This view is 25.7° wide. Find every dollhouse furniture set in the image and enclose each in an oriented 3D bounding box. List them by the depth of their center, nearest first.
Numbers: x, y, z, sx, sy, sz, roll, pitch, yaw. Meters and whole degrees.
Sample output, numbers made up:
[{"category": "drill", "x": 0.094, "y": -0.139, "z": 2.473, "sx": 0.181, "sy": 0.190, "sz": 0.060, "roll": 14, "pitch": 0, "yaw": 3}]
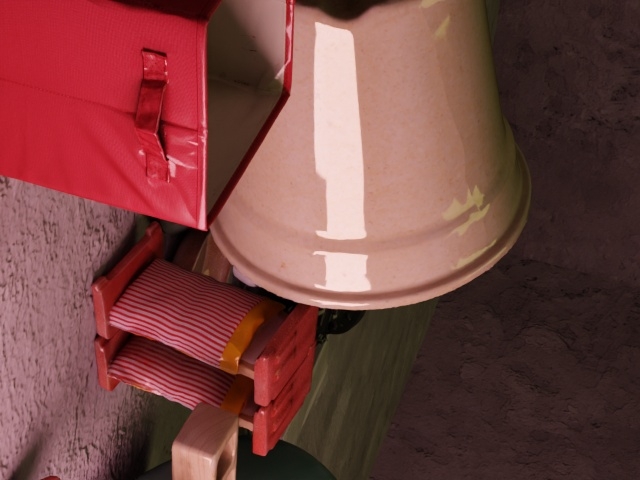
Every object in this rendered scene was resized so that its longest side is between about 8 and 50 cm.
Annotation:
[{"category": "dollhouse furniture set", "x": -0.165, "y": 0.172, "z": 1.311, "sx": 0.374, "sy": 0.201, "sz": 0.152, "roll": -54, "pitch": 157, "yaw": -45}]

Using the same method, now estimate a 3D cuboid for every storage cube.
[{"category": "storage cube", "x": -0.137, "y": -0.151, "z": 1.024, "sx": 0.215, "sy": 0.193, "sz": 0.184, "roll": -62, "pitch": 162, "yaw": -46}]

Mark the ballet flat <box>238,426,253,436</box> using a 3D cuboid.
[{"category": "ballet flat", "x": -0.136, "y": 0.283, "z": 1.918, "sx": 0.188, "sy": 0.070, "sz": 0.070, "roll": -21, "pitch": 125, "yaw": -78}]

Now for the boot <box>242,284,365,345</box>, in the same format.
[{"category": "boot", "x": 0.000, "y": 0.002, "z": 2.034, "sx": 0.445, "sy": 0.146, "sz": 0.367, "roll": -20, "pitch": 122, "yaw": -71}]

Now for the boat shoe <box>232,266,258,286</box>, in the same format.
[{"category": "boat shoe", "x": 0.046, "y": -0.031, "z": 1.790, "sx": 0.367, "sy": 0.156, "sz": 0.136, "roll": -41, "pitch": 155, "yaw": -45}]

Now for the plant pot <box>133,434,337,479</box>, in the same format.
[{"category": "plant pot", "x": -0.129, "y": 0.369, "z": 1.521, "sx": 0.235, "sy": 0.293, "sz": 0.293, "roll": 2, "pitch": 102, "yaw": -62}]

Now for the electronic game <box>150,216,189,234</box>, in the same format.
[{"category": "electronic game", "x": -0.121, "y": -0.113, "z": 1.496, "sx": 0.229, "sy": 0.048, "sz": 0.229, "roll": -61, "pitch": 167, "yaw": -24}]

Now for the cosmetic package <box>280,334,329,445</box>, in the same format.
[{"category": "cosmetic package", "x": -0.048, "y": 0.250, "z": 2.254, "sx": 0.099, "sy": 0.060, "sz": 0.239, "roll": 96, "pitch": 14, "yaw": -45}]

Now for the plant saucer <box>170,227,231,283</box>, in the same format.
[{"category": "plant saucer", "x": -0.145, "y": 0.051, "z": 1.596, "sx": 0.198, "sy": 0.036, "sz": 0.199, "roll": 17, "pitch": 90, "yaw": -82}]

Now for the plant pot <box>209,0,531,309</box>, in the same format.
[{"category": "plant pot", "x": 0.035, "y": -0.158, "z": 1.329, "sx": 0.305, "sy": 0.333, "sz": 0.334, "roll": 83, "pitch": 23, "yaw": -44}]
